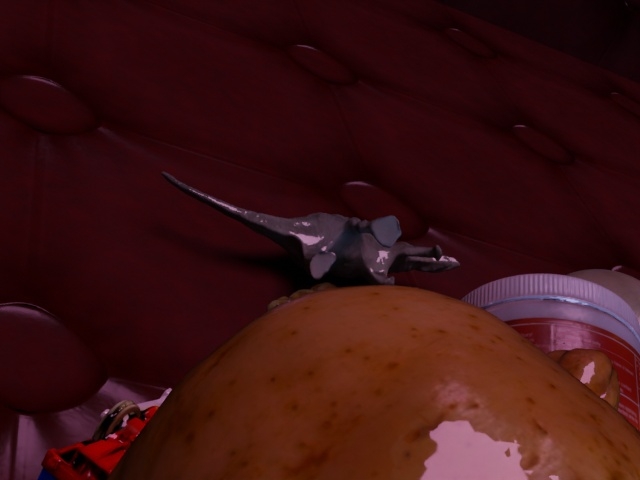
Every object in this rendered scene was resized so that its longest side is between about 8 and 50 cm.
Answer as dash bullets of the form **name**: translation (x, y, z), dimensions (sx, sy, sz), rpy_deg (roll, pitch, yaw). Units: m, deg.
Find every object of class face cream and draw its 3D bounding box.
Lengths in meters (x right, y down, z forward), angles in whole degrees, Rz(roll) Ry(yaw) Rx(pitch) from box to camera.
- **face cream**: translation (0.216, 0.164, 1.041), dimensions (0.201, 0.201, 0.187), rpy_deg (21, 49, -14)

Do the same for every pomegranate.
- **pomegranate**: translation (0.063, 0.202, 0.659), dimensions (0.410, 0.410, 0.410), rpy_deg (22, 27, -12)

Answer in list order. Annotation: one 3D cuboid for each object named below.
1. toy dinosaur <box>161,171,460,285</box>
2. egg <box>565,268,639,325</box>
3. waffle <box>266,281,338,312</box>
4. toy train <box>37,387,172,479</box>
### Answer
- **toy dinosaur**: translation (0.000, 0.000, 1.260), dimensions (0.393, 0.092, 0.205), rpy_deg (10, 1, -10)
- **egg**: translation (0.338, 0.136, 1.265), dimensions (0.186, 0.186, 0.253), rpy_deg (16, 27, -22)
- **waffle**: translation (0.042, 0.101, 1.144), dimensions (0.204, 0.054, 0.223), rpy_deg (20, 15, 13)
- **toy train**: translation (-0.134, 0.185, 0.822), dimensions (0.083, 0.131, 0.204), rpy_deg (32, 15, 19)
